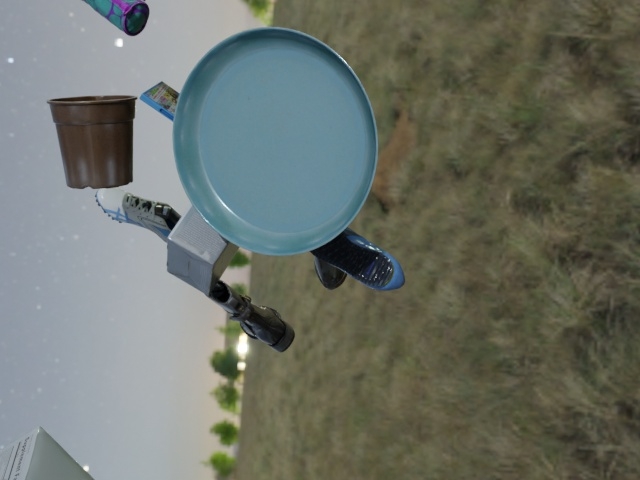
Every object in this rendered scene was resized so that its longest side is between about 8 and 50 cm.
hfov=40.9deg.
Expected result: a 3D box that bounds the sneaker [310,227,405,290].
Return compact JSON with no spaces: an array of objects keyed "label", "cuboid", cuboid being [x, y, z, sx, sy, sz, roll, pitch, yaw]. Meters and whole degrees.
[{"label":"sneaker","cuboid":[0.049,0.020,1.401,0.069,0.209,0.082,-58,-29,4]}]

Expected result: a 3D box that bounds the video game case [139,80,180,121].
[{"label":"video game case","cuboid":[-0.258,-0.242,1.653,0.015,0.166,0.119,-53,6,23]}]

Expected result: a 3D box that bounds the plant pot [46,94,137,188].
[{"label":"plant pot","cuboid":[-0.422,-0.187,1.621,0.167,0.167,0.165,-104,11,-77]}]

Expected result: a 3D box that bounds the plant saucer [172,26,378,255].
[{"label":"plant saucer","cuboid":[-0.063,-0.137,1.211,0.043,0.317,0.318,-24,-59,-65]}]

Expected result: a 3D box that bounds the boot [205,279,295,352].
[{"label":"boot","cuboid":[-0.189,0.155,2.030,0.091,0.229,0.263,-56,29,-10]}]

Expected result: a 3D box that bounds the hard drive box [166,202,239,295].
[{"label":"hard drive box","cuboid":[-0.163,-0.044,1.461,0.232,0.089,0.181,-59,-1,-23]}]

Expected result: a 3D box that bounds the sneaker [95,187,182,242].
[{"label":"sneaker","cuboid":[-0.388,-0.066,1.926,0.086,0.237,0.085,-42,32,38]}]

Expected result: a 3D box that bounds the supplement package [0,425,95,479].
[{"label":"supplement package","cuboid":[-0.415,0.372,1.074,0.134,0.244,0.139,55,-172,-24]}]

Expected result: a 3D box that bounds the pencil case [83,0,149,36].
[{"label":"pencil case","cuboid":[-0.363,-0.414,1.475,0.064,0.151,0.070,-51,-20,-6]}]

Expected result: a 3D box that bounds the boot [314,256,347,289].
[{"label":"boot","cuboid":[0.000,0.000,1.752,0.106,0.082,0.219,52,-161,-36]}]
